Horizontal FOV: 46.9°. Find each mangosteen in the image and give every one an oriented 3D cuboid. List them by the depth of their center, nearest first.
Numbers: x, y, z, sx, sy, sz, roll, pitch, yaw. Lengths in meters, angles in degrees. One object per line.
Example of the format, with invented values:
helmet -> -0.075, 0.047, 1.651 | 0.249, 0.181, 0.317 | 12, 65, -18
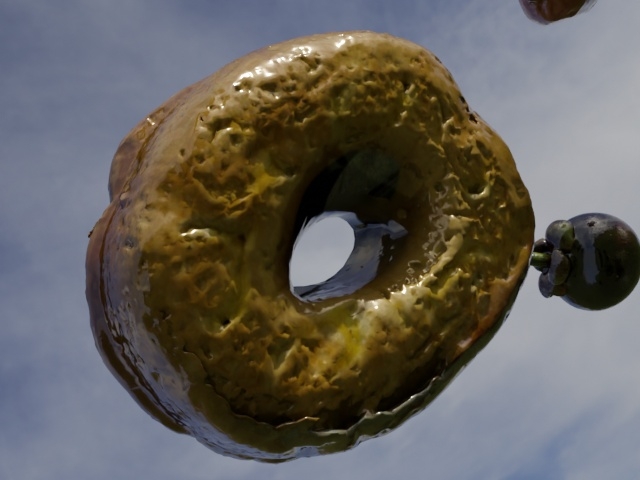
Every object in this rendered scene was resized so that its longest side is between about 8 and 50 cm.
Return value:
mangosteen -> 0.493, 0.038, 1.406 | 0.231, 0.194, 0.194 | 5, -60, -11

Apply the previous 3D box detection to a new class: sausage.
sausage -> 0.449, -0.477, 1.378 | 0.254, 0.148, 0.148 | -24, -45, -48

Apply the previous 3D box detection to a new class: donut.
donut -> 0.000, 0.000, 0.524 | 0.299, 0.150, 0.317 | 22, -109, -21
